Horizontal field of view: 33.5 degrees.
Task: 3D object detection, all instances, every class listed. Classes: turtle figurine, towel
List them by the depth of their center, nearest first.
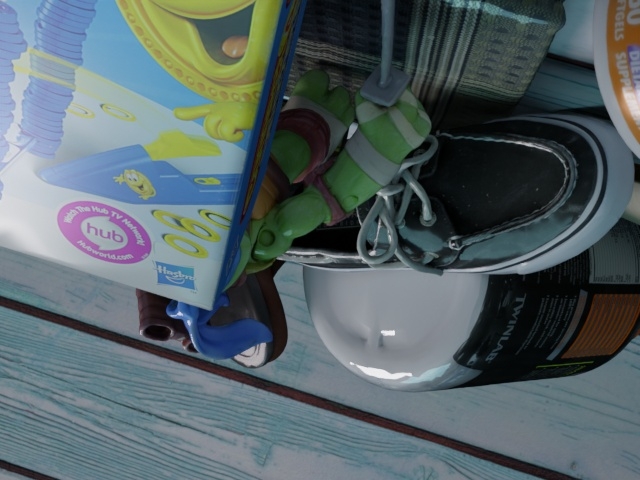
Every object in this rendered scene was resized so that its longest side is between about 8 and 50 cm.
[{"bbox_3d":[-0.043,-0.094,0.615,0.197,0.275,0.266,-15,-164,6],"label":"turtle figurine"},{"bbox_3d":[-0.007,-0.152,0.731,0.312,0.056,0.324,14,173,2],"label":"towel"}]

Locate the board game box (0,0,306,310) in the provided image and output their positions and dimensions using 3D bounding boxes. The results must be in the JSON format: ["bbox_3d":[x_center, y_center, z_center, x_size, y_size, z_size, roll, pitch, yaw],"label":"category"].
[{"bbox_3d":[-0.149,-0.128,0.342,0.308,0.086,0.302,17,145,-1],"label":"board game box"}]

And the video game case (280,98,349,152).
[{"bbox_3d":[-0.150,-0.139,0.973,0.248,0.035,0.275,6,-169,-39],"label":"video game case"}]

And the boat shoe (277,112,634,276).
[{"bbox_3d":[0.064,-0.031,0.756,0.306,0.113,0.105,-1,177,43],"label":"boat shoe"}]

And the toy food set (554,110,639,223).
[{"bbox_3d":[0.346,-0.021,0.809,0.306,0.092,0.219,21,-174,-25],"label":"toy food set"}]

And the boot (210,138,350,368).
[{"bbox_3d":[0.000,0.000,1.028,0.280,0.096,0.264,1,-136,-34],"label":"boot"}]

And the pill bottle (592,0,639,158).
[{"bbox_3d":[0.201,-0.075,0.341,0.121,0.121,0.216,19,174,-26],"label":"pill bottle"}]

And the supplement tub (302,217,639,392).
[{"bbox_3d":[0.164,0.026,0.963,0.207,0.207,0.338,13,-174,42],"label":"supplement tub"}]
